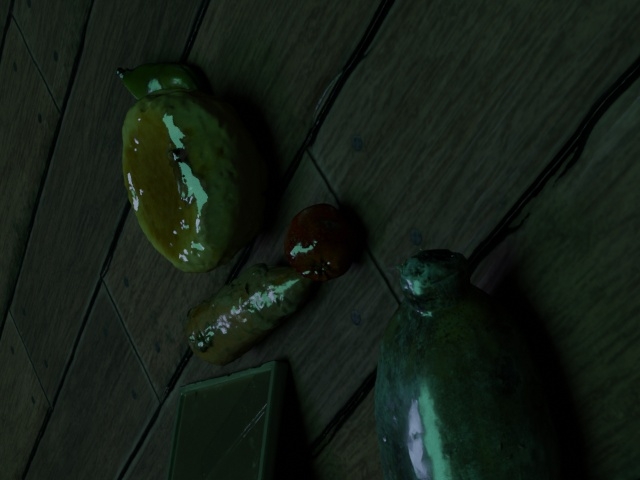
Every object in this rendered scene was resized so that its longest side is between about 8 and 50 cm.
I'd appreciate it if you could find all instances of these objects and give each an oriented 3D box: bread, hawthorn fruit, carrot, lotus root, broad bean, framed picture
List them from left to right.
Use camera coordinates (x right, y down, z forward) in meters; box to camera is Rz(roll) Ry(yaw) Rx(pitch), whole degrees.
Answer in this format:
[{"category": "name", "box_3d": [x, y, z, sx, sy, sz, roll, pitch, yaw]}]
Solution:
[{"category": "broad bean", "box_3d": [-0.225, -0.222, 1.477, 0.213, 0.048, 0.070, 23, 119, 47]}, {"category": "bread", "box_3d": [-0.158, -0.086, 1.356, 0.244, 0.134, 0.244, 22, 120, 47]}, {"category": "framed picture", "box_3d": [-0.148, 0.311, 1.483, 0.335, 0.022, 0.247, -25, 54, 56]}, {"category": "carrot", "box_3d": [-0.079, 0.085, 1.353, 0.263, 0.102, 0.102, -32, 75, 49]}, {"category": "hawthorn fruit", "box_3d": [0.000, 0.000, 1.205, 0.093, 0.093, 0.093, 24, 121, 50]}, {"category": "lotus root", "box_3d": [0.140, 0.177, 0.997, 0.175, 0.175, 0.350, -8, 91, 56]}]

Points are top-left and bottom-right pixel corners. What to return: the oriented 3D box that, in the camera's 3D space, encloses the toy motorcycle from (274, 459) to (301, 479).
[{"category": "toy motorcycle", "box_3d": [-0.079, 0.385, 1.452, 0.215, 0.080, 0.122, -42, 66, 51]}]
